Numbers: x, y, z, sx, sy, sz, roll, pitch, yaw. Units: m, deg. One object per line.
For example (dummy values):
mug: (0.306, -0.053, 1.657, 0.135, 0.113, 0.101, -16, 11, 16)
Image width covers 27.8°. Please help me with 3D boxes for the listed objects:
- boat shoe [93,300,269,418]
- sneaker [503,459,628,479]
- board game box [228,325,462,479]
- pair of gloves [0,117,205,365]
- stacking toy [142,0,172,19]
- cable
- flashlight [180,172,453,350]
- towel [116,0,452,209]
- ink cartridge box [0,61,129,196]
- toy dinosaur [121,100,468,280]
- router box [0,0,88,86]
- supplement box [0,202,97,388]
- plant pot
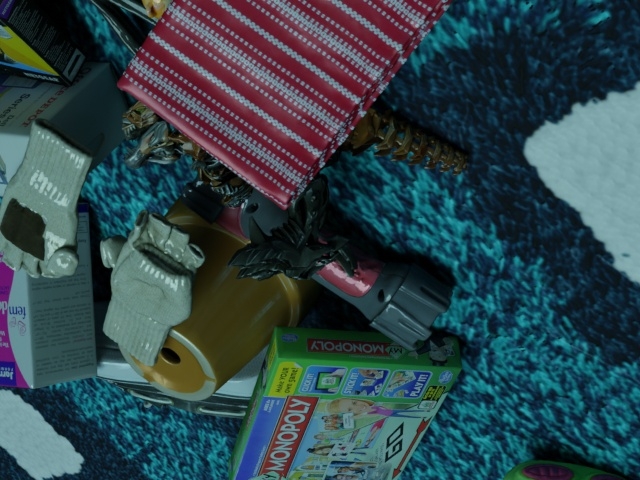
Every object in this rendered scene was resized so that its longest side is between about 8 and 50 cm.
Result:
boat shoe: (-0.207, 0.172, 1.692, 0.335, 0.121, 0.119, 12, 132, 23)
sneaker: (0.379, 0.447, 1.513, 0.483, 0.185, 0.202, 41, 137, -6)
board game box: (0.020, 0.212, 1.551, 0.213, 0.046, 0.317, 3, 142, -13)
pair of gloves: (-0.234, 0.012, 1.334, 0.240, 0.042, 0.204, 39, 135, 4)
stacking toy: (-0.192, -0.312, 1.172, 0.165, 0.175, 0.302, 9, 147, 32)
cable: (-0.247, -0.282, 1.322, 0.287, 0.072, 0.139, 24, 128, -6)
flashlight: (0.000, 0.000, 1.387, 0.304, 0.103, 0.103, 33, 107, -2)
towel: (-0.026, -0.187, 1.140, 0.199, 0.031, 0.275, 37, 104, -4)
ink cartridge box: (-0.340, -0.128, 1.446, 0.212, 0.154, 0.093, 9, 133, 30)
toy dinosaur: (-0.031, -0.076, 1.260, 0.322, 0.218, 0.164, -2, 172, 22)
router box: (-0.357, -0.229, 1.389, 0.179, 0.046, 0.133, 14, 160, 35)
supplement box: (-0.358, 0.067, 1.613, 0.111, 0.114, 0.220, -2, 94, 36)
plant pot: (-0.129, 0.073, 1.479, 0.205, 0.188, 0.205, 20, 140, 18)
